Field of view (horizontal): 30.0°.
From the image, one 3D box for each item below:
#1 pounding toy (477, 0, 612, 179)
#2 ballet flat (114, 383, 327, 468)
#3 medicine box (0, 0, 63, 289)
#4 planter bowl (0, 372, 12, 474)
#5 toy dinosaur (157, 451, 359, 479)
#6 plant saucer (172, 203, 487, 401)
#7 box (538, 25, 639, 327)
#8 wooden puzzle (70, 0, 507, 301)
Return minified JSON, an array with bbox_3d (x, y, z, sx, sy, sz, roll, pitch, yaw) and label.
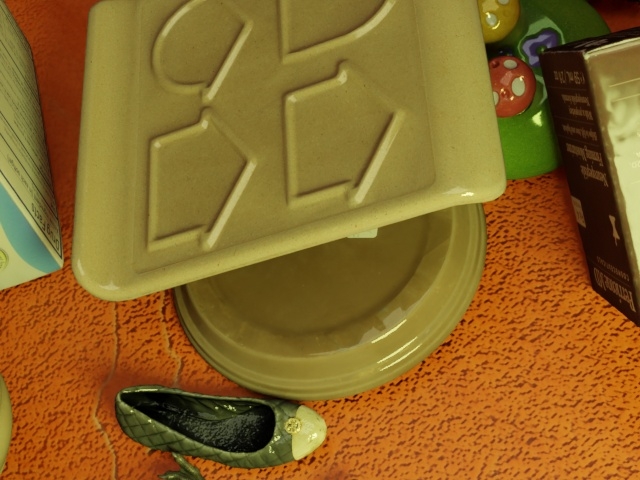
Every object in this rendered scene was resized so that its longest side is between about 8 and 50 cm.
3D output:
[{"bbox_3d":[0.174,-0.172,1.009,0.237,0.110,0.183,-48,66,5],"label":"pounding toy"},{"bbox_3d":[-0.081,0.146,0.941,0.173,0.049,0.057,2,61,12],"label":"ballet flat"},{"bbox_3d":[-0.350,-0.132,1.034,0.149,0.263,0.289,-17,57,1],"label":"medicine box"},{"bbox_3d":[-0.313,0.154,0.944,0.162,0.109,0.162,-4,59,7],"label":"planter bowl"},{"bbox_3d":[-0.106,0.223,0.884,0.268,0.064,0.118,-24,32,-30],"label":"toy dinosaur"},{"bbox_3d":[0.000,0.000,1.004,0.278,0.041,0.278,-8,58,13],"label":"plant saucer"},{"bbox_3d":[0.276,-0.063,0.881,0.167,0.168,0.203,-14,98,1],"label":"box"},{"bbox_3d":[-0.030,-0.116,1.000,0.348,0.080,0.322,-13,57,15],"label":"wooden puzzle"}]
